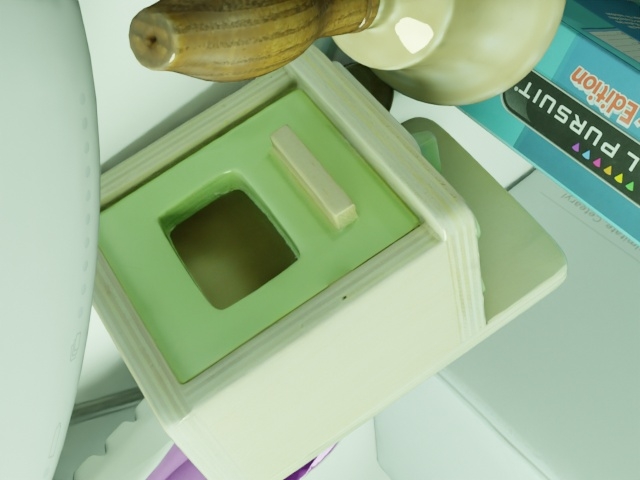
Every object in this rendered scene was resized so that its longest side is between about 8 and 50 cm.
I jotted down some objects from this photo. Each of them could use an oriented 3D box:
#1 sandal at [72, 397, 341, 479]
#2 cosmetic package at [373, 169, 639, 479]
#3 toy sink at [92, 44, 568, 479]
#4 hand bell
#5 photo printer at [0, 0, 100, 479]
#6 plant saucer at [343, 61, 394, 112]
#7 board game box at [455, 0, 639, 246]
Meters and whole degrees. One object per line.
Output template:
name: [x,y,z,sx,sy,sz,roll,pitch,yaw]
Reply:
sandal: [-0.027,0.113,0.630,0.416,0.102,0.169,-49,154,-18]
cosmetic package: [0.293,0.129,0.875,0.393,0.327,0.329,-36,148,-19]
toy sink: [0.000,0.000,0.508,0.234,0.153,0.131,-32,147,-9]
hand bell: [0.007,-0.099,0.389,0.242,0.126,0.126,-30,149,-56]
photo printer: [-0.202,0.018,0.276,0.307,0.107,0.256,2,99,-52]
plant saucer: [0.010,-0.078,0.587,0.083,0.015,0.083,-31,146,-24]
board game box: [0.239,-0.059,0.576,0.253,0.336,0.079,-8,133,-46]
